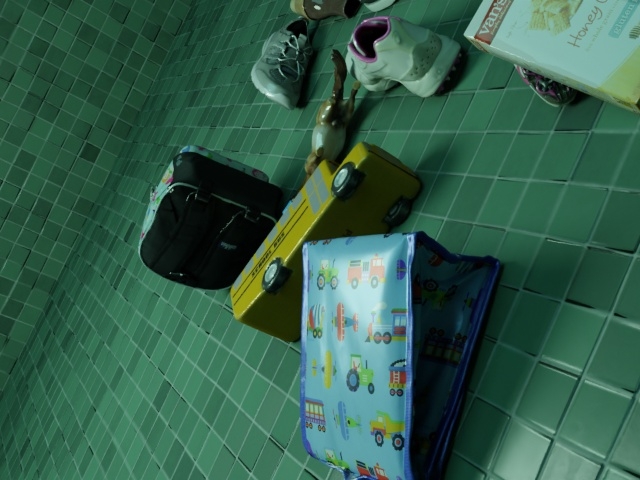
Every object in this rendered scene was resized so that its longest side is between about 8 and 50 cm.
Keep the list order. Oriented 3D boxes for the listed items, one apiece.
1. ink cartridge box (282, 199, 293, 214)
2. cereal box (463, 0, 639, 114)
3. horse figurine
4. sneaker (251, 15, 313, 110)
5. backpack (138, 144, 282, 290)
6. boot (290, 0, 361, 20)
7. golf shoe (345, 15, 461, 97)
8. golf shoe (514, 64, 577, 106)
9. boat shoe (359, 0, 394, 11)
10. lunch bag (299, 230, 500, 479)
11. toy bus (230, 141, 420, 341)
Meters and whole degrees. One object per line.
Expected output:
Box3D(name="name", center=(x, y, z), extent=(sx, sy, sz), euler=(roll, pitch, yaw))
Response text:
Box3D(name="ink cartridge box", center=(-0.031, -0.027, 1.315), extent=(0.028, 0.048, 0.083), euler=(-53, 28, 20))
Box3D(name="cereal box", center=(0.291, -0.254, 0.853), extent=(0.240, 0.047, 0.173), euler=(36, 100, 40))
Box3D(name="horse figurine", center=(0.013, -0.178, 1.330), extent=(0.174, 0.066, 0.263), euler=(171, 113, -84))
Box3D(name="sneaker", center=(-0.072, -0.381, 1.649), extent=(0.115, 0.105, 0.281), euler=(-45, 31, 33))
Box3D(name="backpack", center=(-0.211, -0.033, 1.454), extent=(0.254, 0.225, 0.191), euler=(-57, 22, 34))
Box3D(name="boot", center=(0.055, -0.566, 1.653), extent=(0.206, 0.090, 0.249), euler=(21, 81, 50))
Box3D(name="golf shoe", center=(0.096, -0.305, 1.243), extent=(0.115, 0.140, 0.306), euler=(-64, 25, 1))
Box3D(name="golf shoe", center=(0.266, -0.229, 0.960), extent=(0.067, 0.086, 0.186), euler=(-23, 58, 12))
Box3D(name="boat shoe", center=(0.145, -0.490, 1.374), extent=(0.302, 0.091, 0.114), euler=(-19, 48, 54))
Box3D(name="lunch bag", center=(0.064, 0.150, 0.919), extent=(0.221, 0.138, 0.293), euler=(-5, 71, 57))
Box3D(name="toy bus", center=(0.000, 0.000, 1.172), extent=(0.333, 0.108, 0.130), euler=(-53, 26, 20))
